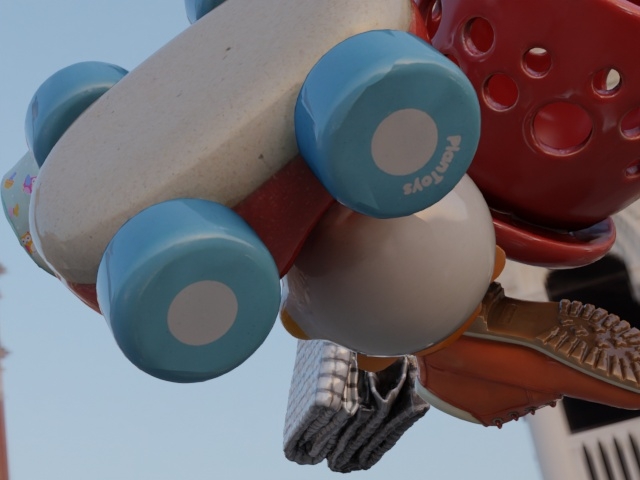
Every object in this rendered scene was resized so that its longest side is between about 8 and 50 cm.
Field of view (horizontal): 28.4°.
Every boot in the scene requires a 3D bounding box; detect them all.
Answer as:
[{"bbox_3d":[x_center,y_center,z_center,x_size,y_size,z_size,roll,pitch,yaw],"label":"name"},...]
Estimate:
[{"bbox_3d":[0.126,0.078,0.742,0.158,0.059,0.084,16,-61,23],"label":"boot"}]

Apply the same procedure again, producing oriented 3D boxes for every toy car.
[{"bbox_3d":[0.000,0.000,0.636,0.210,0.219,0.238,-40,-56,0],"label":"toy car"}]

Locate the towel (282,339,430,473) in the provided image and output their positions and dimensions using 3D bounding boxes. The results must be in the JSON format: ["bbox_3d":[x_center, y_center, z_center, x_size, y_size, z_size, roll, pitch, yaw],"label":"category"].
[{"bbox_3d":[0.045,0.117,1.408,0.121,0.235,0.283,12,-25,-6],"label":"towel"}]

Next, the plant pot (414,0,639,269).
[{"bbox_3d":[0.130,-0.090,0.750,0.191,0.191,0.174,10,-61,-35],"label":"plant pot"}]

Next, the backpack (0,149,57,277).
[{"bbox_3d":[-0.227,-0.038,1.303,0.144,0.166,0.188,-41,-26,31],"label":"backpack"}]
